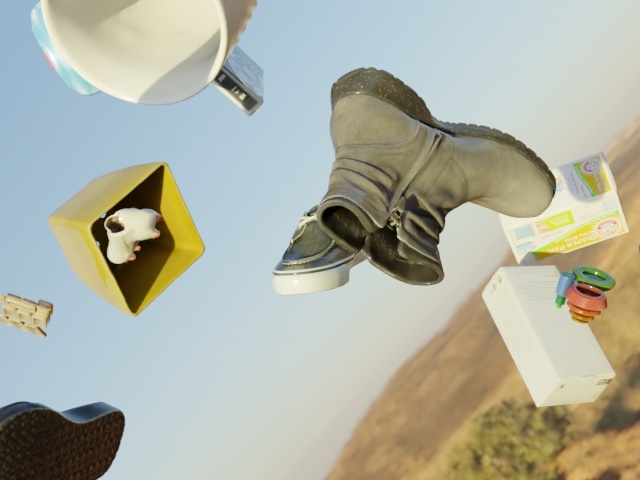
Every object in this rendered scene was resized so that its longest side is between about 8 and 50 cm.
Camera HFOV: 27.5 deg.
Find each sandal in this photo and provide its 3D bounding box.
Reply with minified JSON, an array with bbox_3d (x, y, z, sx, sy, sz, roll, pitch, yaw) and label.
[{"bbox_3d":[-0.439,0.320,2.009,0.446,0.107,0.168,27,-98,-75],"label":"sandal"}]

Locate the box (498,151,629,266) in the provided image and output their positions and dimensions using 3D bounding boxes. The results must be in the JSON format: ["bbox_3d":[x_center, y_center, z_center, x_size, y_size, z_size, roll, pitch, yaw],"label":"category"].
[{"bbox_3d":[0.419,-0.052,2.270,0.203,0.103,0.114,-20,-46,12],"label":"box"}]

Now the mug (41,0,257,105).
[{"bbox_3d":[-0.262,-0.420,1.922,0.328,0.374,0.276,-67,3,-49],"label":"mug"}]

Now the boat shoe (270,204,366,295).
[{"bbox_3d":[0.000,0.000,2.101,0.121,0.119,0.335,-3,14,18],"label":"boat shoe"}]

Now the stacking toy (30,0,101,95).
[{"bbox_3d":[-0.382,-0.331,2.216,0.165,0.175,0.302,-32,3,-6],"label":"stacking toy"}]

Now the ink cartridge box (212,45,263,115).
[{"bbox_3d":[-0.184,-0.322,2.255,0.045,0.208,0.206,-45,18,15],"label":"ink cartridge box"}]

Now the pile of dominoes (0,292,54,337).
[{"bbox_3d":[-0.631,0.106,2.472,0.196,0.251,0.040,117,172,-69],"label":"pile of dominoes"}]

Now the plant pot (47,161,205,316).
[{"bbox_3d":[-0.381,-0.015,2.442,0.212,0.187,0.212,-45,-51,-34],"label":"plant pot"}]

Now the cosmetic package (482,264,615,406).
[{"bbox_3d":[0.363,0.150,2.098,0.117,0.231,0.085,-1,-40,-26],"label":"cosmetic package"}]

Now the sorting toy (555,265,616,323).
[{"bbox_3d":[0.297,0.064,1.482,0.102,0.061,0.042,-43,-31,-62],"label":"sorting toy"}]

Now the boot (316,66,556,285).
[{"bbox_3d":[0.135,-0.038,1.532,0.118,0.338,0.223,-38,38,47],"label":"boot"}]

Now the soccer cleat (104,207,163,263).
[{"bbox_3d":[-0.320,-0.014,2.118,0.196,0.076,0.068,-32,47,59],"label":"soccer cleat"}]

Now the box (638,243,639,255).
[{"bbox_3d":[0.629,0.056,1.723,0.279,0.290,0.177,-42,20,28],"label":"box"}]
